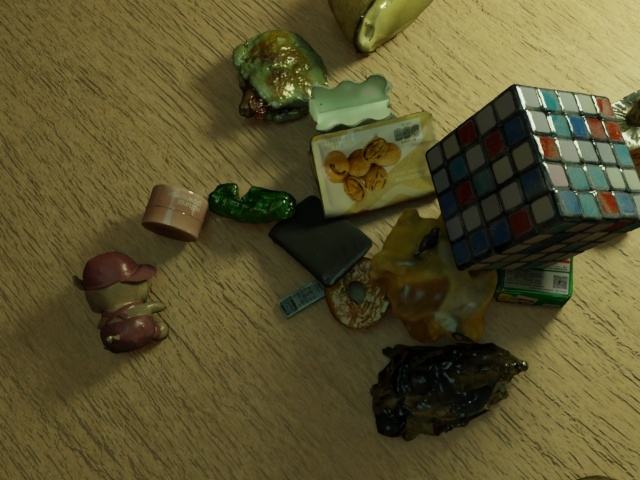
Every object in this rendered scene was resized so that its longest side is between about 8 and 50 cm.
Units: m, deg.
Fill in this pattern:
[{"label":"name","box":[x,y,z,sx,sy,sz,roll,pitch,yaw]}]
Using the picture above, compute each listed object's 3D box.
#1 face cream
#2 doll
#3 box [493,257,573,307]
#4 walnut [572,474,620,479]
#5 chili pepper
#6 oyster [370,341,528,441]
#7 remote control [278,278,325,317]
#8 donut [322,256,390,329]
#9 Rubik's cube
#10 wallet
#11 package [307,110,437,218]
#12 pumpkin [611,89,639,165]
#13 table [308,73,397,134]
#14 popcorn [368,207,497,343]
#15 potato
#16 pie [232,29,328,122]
[{"label":"face cream","box":[-0.374,-0.069,1.684,0.149,0.149,0.104,11,75,12]},{"label":"doll","box":[-0.494,0.150,1.638,0.196,0.152,0.255,-17,85,-29]},{"label":"box","box":[0.502,0.029,1.540,0.180,0.103,0.249,7,76,11]},{"label":"walnut","box":[0.543,0.590,1.305,0.261,0.225,0.224,-23,71,7]},{"label":"chili pepper","box":[-0.180,-0.089,1.677,0.254,0.083,0.099,9,67,27]},{"label":"oyster","box":[0.292,0.342,1.486,0.362,0.096,0.221,-4,79,10]},{"label":"remote control","box":[-0.044,0.145,1.635,0.125,0.018,0.053,-30,70,-1]},{"label":"donut","box":[0.094,0.133,1.595,0.162,0.065,0.178,-14,72,10]},{"label":"Rubik's cube","box":[0.433,-0.115,1.335,0.292,0.293,0.286,-2,70,-30]},{"label":"wallet","box":[0.000,0.000,1.631,0.169,0.052,0.245,-42,56,-11]},{"label":"package","box":[0.132,-0.199,1.661,0.312,0.165,0.221,-14,106,-3]},{"label":"pumpkin","box":[0.731,-0.261,1.527,0.317,0.222,0.139,-21,72,3]},{"label":"table","box":[0.087,-0.344,1.672,0.199,0.166,0.166,-8,72,16]},{"label":"popcorn","box":[0.250,0.080,1.494,0.298,0.281,0.315,5,95,-16]},{"label":"potato","box":[0.141,-0.661,1.756,0.285,0.242,0.242,-45,71,10]},{"label":"pie","box":[-0.109,-0.454,1.797,0.258,0.105,0.274,-7,74,-9]}]
